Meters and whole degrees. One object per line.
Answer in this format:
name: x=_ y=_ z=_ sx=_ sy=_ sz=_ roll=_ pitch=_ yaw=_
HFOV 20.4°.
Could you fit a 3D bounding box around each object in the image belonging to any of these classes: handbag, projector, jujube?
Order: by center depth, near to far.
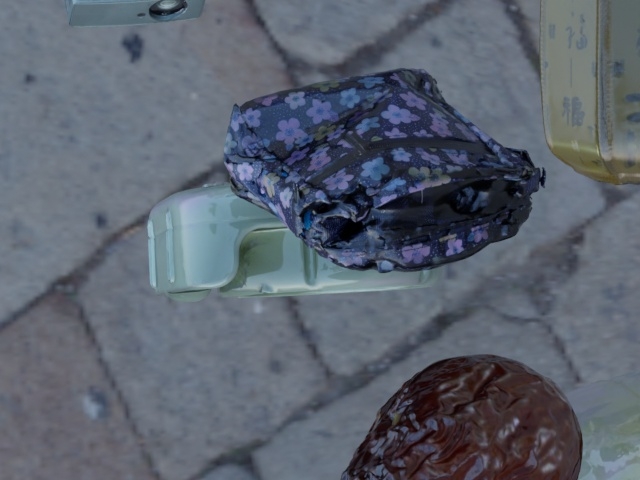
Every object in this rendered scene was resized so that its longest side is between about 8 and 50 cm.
jujube: x=0.105 y=0.181 z=1.414 sx=0.168 sy=0.236 sz=0.168 roll=15 pitch=115 yaw=34
handbag: x=0.052 y=-0.053 z=1.458 sx=0.208 sy=0.228 sz=0.127 roll=49 pitch=143 yaw=47
projector: x=-0.205 y=-0.294 z=1.910 sx=0.061 sy=0.147 sz=0.115 roll=120 pitch=140 yaw=-62

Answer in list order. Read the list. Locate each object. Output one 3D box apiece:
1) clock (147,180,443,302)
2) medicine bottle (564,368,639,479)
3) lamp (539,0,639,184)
clock: x=0.000 y=0.000 z=1.748 sx=0.324 sy=0.265 sz=0.109 roll=-3 pitch=86 yaw=-12
medicine bottle: x=0.334 y=0.260 z=1.883 sx=0.236 sy=0.406 sz=0.236 roll=165 pitch=90 yaw=-72
lamp: x=0.227 y=-0.136 z=1.219 sx=0.161 sy=0.161 sz=0.185 roll=7 pitch=104 yaw=30
